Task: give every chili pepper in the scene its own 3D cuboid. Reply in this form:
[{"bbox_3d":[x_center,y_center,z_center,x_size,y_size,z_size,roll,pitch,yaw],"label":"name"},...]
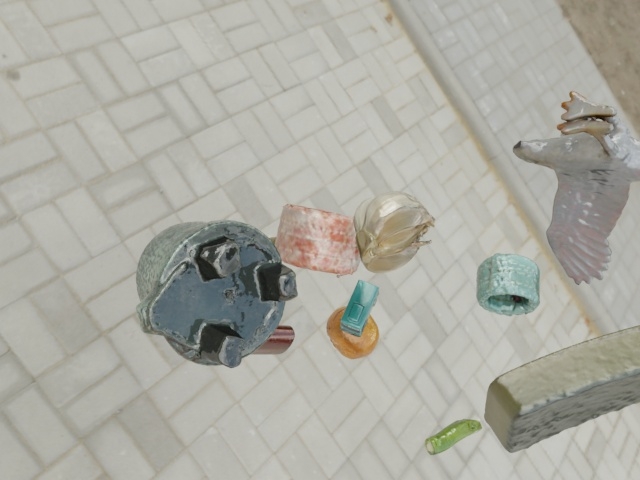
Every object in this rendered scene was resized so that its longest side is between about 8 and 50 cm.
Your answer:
[{"bbox_3d":[0.310,0.437,1.254,0.202,0.052,0.050,-2,90,-44],"label":"chili pepper"}]

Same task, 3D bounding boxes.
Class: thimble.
[{"bbox_3d":[0.000,0.000,1.464,0.239,0.239,0.162,10,94,-33],"label":"thimble"},{"bbox_3d":[0.596,0.142,1.766,0.235,0.199,0.143,43,48,-45],"label":"thimble"}]

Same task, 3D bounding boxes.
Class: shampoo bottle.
[{"bbox_3d":[-0.189,0.259,1.442,0.260,0.102,0.064,12,39,-47],"label":"shampoo bottle"}]

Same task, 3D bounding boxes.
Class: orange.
[{"bbox_3d":[0.114,0.314,1.908,0.161,0.193,0.193,-43,101,-23],"label":"orange"}]

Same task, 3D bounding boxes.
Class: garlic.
[{"bbox_3d":[0.156,-0.032,1.289,0.178,0.229,0.142,-15,46,-19],"label":"garlic"}]

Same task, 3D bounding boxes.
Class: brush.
[{"bbox_3d":[0.291,0.172,0.634,0.197,0.123,0.059,-20,49,-3],"label":"brush"}]

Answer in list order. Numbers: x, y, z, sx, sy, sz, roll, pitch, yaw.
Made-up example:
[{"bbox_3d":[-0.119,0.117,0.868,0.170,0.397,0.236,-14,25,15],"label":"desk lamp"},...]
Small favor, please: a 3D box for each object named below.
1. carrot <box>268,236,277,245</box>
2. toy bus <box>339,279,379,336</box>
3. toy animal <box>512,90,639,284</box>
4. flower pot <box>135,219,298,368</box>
[{"bbox_3d":[-0.142,0.029,1.665,0.082,0.173,0.082,5,82,-41],"label":"carrot"},{"bbox_3d":[0.121,0.211,1.723,0.079,0.091,0.160,22,70,13],"label":"toy bus"},{"bbox_3d":[0.427,-0.087,0.731,0.302,0.284,0.225,30,67,-39],"label":"toy animal"},{"bbox_3d":[-0.222,0.103,1.084,0.299,0.283,0.299,-7,102,-36],"label":"flower pot"}]
